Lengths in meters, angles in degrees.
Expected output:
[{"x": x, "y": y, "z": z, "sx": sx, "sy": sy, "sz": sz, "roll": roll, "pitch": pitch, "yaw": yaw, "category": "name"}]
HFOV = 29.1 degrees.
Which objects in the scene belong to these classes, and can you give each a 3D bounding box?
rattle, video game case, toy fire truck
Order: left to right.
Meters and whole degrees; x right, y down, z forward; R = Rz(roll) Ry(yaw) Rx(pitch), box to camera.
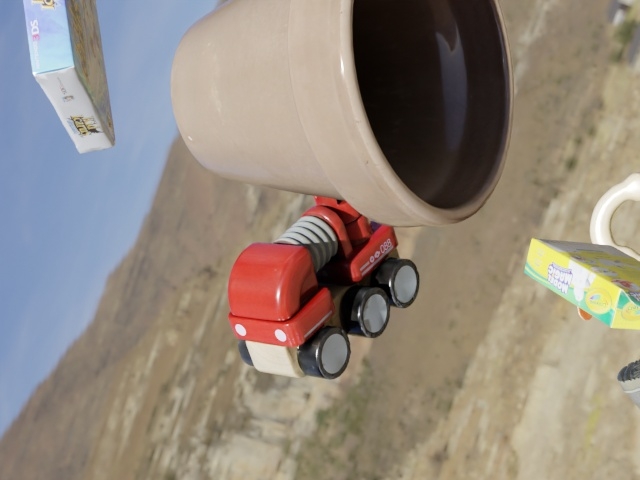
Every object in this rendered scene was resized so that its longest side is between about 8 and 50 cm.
[{"x": -0.355, "y": -0.295, "z": 1.731, "sx": 0.244, "sy": 0.061, "sz": 0.269, "roll": 76, "pitch": -178, "yaw": -69, "category": "video game case"}, {"x": 0.000, "y": 0.000, "z": 1.326, "sx": 0.217, "sy": 0.158, "sz": 0.246, "roll": -40, "pitch": -57, "yaw": -40, "category": "toy fire truck"}, {"x": 0.406, "y": 0.006, "z": 1.645, "sx": 0.199, "sy": 0.130, "sz": 0.143, "roll": -64, "pitch": 0, "yaw": 16, "category": "rattle"}]

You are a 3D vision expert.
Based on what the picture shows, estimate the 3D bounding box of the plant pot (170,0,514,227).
[{"x": 0.006, "y": -0.135, "z": 1.042, "sx": 0.229, "sy": 0.263, "sz": 0.263, "roll": -4, "pitch": 59, "yaw": 37, "category": "plant pot"}]

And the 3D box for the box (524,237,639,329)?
[{"x": 0.290, "y": 0.046, "z": 1.198, "sx": 0.179, "sy": 0.105, "sz": 0.043, "roll": -144, "pitch": 62, "yaw": -62, "category": "box"}]

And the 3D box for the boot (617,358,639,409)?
[{"x": 0.485, "y": 0.222, "z": 1.517, "sx": 0.190, "sy": 0.208, "sz": 0.076, "roll": -24, "pitch": 13, "yaw": 36, "category": "boot"}]
